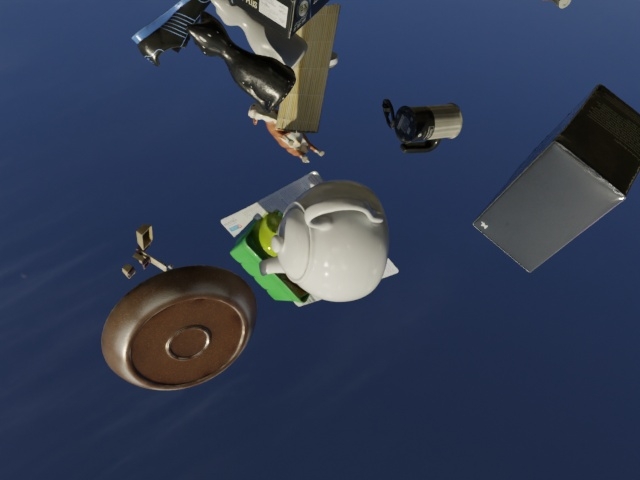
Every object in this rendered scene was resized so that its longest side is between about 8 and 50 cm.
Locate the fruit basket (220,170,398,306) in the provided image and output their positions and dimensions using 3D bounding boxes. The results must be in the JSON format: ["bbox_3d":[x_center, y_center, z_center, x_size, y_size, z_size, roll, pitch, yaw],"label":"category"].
[{"bbox_3d":[-0.033,0.006,1.378,0.353,0.327,0.166,-27,-155,35],"label":"fruit basket"}]

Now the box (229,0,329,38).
[{"bbox_3d":[-0.077,-0.439,0.910,0.180,0.078,0.147,35,-117,8],"label":"box"}]

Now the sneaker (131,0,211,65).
[{"bbox_3d":[-0.335,-0.516,1.345,0.232,0.090,0.081,-36,-154,1],"label":"sneaker"}]

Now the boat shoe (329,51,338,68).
[{"bbox_3d":[-0.049,-0.546,1.791,0.228,0.076,0.080,-7,-135,12],"label":"boat shoe"}]

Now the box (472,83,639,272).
[{"bbox_3d":[0.535,-0.131,1.229,0.182,0.296,0.294,42,-127,9],"label":"box"}]

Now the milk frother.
[{"bbox_3d":[0.229,-0.287,1.308,0.134,0.129,0.143,-10,-110,-26],"label":"milk frother"}]

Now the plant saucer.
[{"bbox_3d":[-0.263,0.188,1.098,0.310,0.311,0.050,-22,-139,-14],"label":"plant saucer"}]

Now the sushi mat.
[{"bbox_3d":[-0.035,-0.426,1.396,0.151,0.019,0.317,13,-86,39],"label":"sushi mat"}]

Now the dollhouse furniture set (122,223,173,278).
[{"bbox_3d":[-0.346,0.032,1.136,0.081,0.114,0.091,32,-121,4],"label":"dollhouse furniture set"}]

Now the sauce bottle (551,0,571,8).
[{"bbox_3d":[0.397,-0.454,1.001,0.042,0.042,0.128,-18,-127,-11],"label":"sauce bottle"}]

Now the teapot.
[{"bbox_3d":[0.000,0.000,1.056,0.186,0.256,0.252,-1,-156,-27],"label":"teapot"}]

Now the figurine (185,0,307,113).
[{"bbox_3d":[-0.138,-0.381,1.069,0.209,0.092,0.215,35,-139,-22],"label":"figurine"}]

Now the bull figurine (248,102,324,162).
[{"bbox_3d":[-0.119,-0.380,1.961,0.101,0.310,0.188,-51,-128,5],"label":"bull figurine"}]
